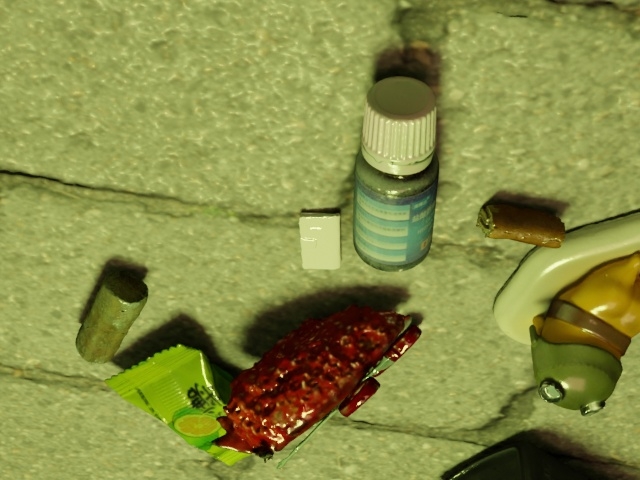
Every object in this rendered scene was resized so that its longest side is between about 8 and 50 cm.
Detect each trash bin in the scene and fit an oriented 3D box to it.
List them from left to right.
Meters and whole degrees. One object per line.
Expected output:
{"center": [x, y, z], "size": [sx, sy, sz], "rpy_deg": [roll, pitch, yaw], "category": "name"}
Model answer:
{"center": [0.300, 0.399, 1.693], "size": [0.290, 0.182, 0.209], "rpy_deg": [36, 128, -25], "category": "trash bin"}

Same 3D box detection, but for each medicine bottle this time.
{"center": [0.072, -0.063, 1.260], "size": [0.083, 0.083, 0.203], "rpy_deg": [0, 137, 2], "category": "medicine bottle"}

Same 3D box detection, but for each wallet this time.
{"center": [0.000, 0.000, 1.383], "size": [0.044, 0.011, 0.083], "rpy_deg": [0, 138, 2], "category": "wallet"}

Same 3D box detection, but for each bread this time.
{"center": [0.206, -0.015, 1.339], "size": [0.083, 0.047, 0.036], "rpy_deg": [8, 107, -10], "category": "bread"}

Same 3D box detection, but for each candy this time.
{"center": [-0.133, 0.201, 1.565], "size": [0.149, 0.069, 0.246], "rpy_deg": [-31, 130, 27], "category": "candy"}

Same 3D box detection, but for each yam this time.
{"center": [-0.233, 0.085, 1.454], "size": [0.054, 0.054, 0.132], "rpy_deg": [17, 136, -17], "category": "yam"}

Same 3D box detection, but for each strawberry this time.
{"center": [-0.015, 0.145, 1.448], "size": [0.098, 0.174, 0.228], "rpy_deg": [48, 120, 3], "category": "strawberry"}

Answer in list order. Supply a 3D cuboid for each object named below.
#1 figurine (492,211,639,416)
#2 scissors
{"center": [0.296, 0.088, 1.376], "size": [0.166, 0.141, 0.250], "rpy_deg": [27, 131, -24], "category": "figurine"}
{"center": [0.024, 0.191, 1.517], "size": [0.017, 0.144, 0.248], "rpy_deg": [43, 136, 1], "category": "scissors"}
